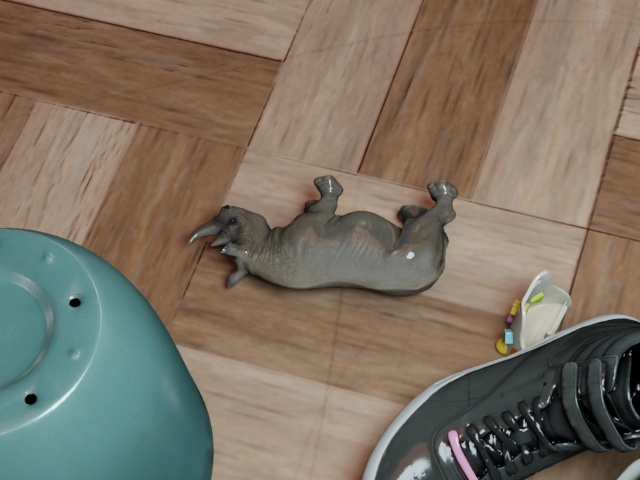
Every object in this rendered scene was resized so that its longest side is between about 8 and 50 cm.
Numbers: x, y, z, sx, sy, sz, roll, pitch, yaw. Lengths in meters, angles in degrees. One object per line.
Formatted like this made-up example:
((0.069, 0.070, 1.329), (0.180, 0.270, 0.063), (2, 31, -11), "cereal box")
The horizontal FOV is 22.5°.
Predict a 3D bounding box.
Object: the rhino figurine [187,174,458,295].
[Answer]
((0.000, 0.000, 1.444), (0.243, 0.073, 0.106), (1, 54, 7), "rhino figurine")

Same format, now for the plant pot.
((-0.242, 0.127, 1.282), (0.293, 0.235, 0.293), (-1, 57, 2), "plant pot")

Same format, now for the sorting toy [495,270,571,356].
((0.182, 0.063, 1.388), (0.045, 0.075, 0.083), (23, 61, 17), "sorting toy")

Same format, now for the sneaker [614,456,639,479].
((0.304, 0.188, 1.272), (0.262, 0.121, 0.099), (-38, 63, -19), "sneaker")

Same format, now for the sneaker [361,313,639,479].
((0.172, 0.143, 1.283), (0.296, 0.147, 0.104), (-28, 95, -15), "sneaker")
